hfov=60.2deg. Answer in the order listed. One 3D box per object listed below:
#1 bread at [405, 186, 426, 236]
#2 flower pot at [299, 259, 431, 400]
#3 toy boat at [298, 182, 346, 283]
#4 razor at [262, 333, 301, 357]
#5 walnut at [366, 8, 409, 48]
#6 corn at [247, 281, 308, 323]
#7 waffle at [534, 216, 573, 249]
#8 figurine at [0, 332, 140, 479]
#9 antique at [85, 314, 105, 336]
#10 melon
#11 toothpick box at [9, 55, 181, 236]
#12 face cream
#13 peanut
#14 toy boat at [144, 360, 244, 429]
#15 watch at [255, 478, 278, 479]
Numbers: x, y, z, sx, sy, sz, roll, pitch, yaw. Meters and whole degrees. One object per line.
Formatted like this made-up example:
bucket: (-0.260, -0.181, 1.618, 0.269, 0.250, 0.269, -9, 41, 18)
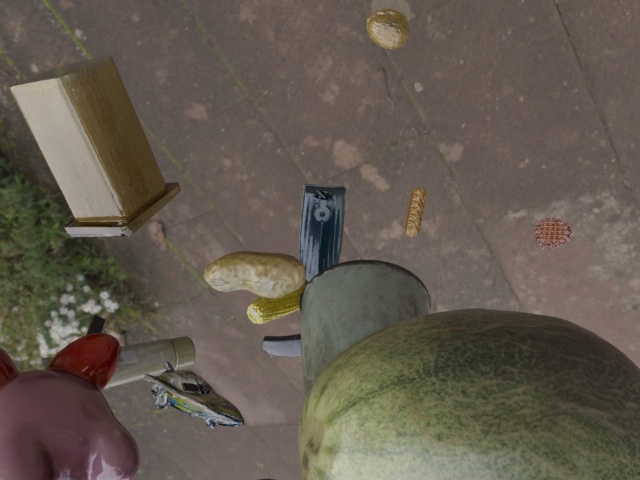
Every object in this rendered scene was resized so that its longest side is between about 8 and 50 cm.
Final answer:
bread: (0.293, -0.088, 1.704, 0.044, 0.157, 0.052, 13, 175, -17)
flower pot: (0.090, 0.248, 1.119, 0.293, 0.330, 0.294, 2, 130, 3)
toy boat: (0.000, -0.003, 1.443, 0.114, 0.122, 0.296, 5, 111, 0)
razor: (-0.114, 0.342, 1.793, 0.148, 0.054, 0.090, -5, 132, 16)
walnut: (0.185, -0.581, 1.520, 0.124, 0.105, 0.105, 23, 134, -9)
corn: (-0.086, 0.138, 1.248, 0.067, 0.206, 0.067, 9, 106, 33)
waffle: (0.544, -0.017, 1.292, 0.083, 0.075, 0.029, -34, 146, 6)
figurine: (-0.422, 0.299, 0.827, 0.211, 0.269, 0.261, -51, 57, 25)
antique: (-0.524, 0.254, 1.239, 0.015, 0.192, 0.031, -28, 131, 29)
melon: (0.142, 0.181, 0.479, 0.329, 0.249, 0.249, 5, 135, -15)
toothpick box: (-0.447, -0.186, 1.098, 0.187, 0.190, 0.308, 1, 123, 29)
face cream: (-0.471, 0.297, 1.329, 0.137, 0.341, 0.084, 45, 125, 37)
peanut: (-0.111, 0.059, 0.940, 0.174, 0.080, 0.080, 2, 131, -2)
toy boat: (-0.183, 0.241, 0.836, 0.210, 0.066, 0.084, 10, 178, 42)
watch: (-0.099, 0.574, 1.092, 0.196, 0.200, 0.171, -31, 84, 1)
